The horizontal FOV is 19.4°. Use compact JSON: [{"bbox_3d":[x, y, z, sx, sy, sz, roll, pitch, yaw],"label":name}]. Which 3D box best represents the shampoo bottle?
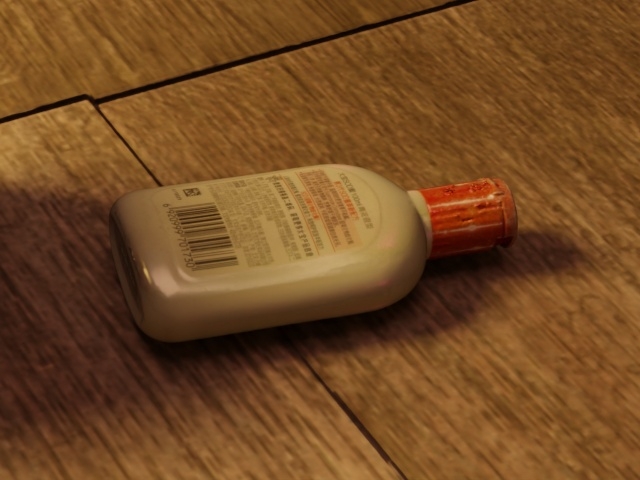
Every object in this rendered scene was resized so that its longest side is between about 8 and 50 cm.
[{"bbox_3d":[0.000,0.000,1.028,0.221,0.051,0.108,-8,41,-17],"label":"shampoo bottle"}]
